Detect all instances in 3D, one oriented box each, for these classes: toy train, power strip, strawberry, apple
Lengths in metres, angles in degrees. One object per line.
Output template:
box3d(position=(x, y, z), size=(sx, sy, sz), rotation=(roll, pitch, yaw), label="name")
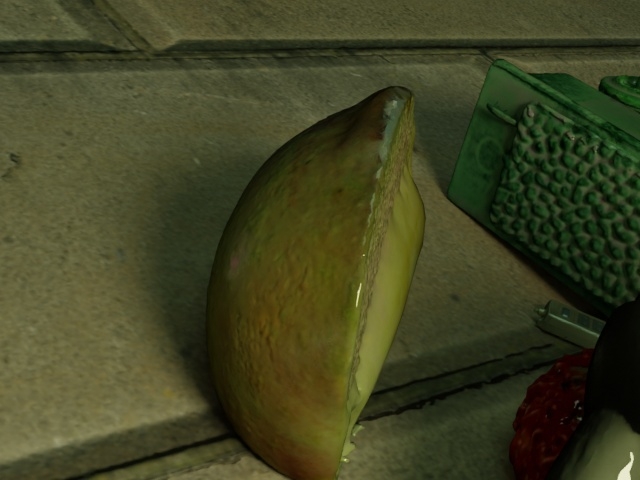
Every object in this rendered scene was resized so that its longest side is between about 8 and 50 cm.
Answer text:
box3d(position=(0.260, -0.045, 0.909), size=(0.202, 0.145, 0.266), rotation=(-9, 36, -38), label="toy train")
box3d(position=(0.199, 0.068, 0.831), size=(0.083, 0.017, 0.027), rotation=(24, 29, 2), label="power strip")
box3d(position=(0.183, 0.126, 0.665), size=(0.145, 0.086, 0.145), rotation=(20, 37, -15), label="strawberry")
box3d(position=(0.000, 0.000, 0.665), size=(0.120, 0.193, 0.265), rotation=(12, 33, 5), label="apple")

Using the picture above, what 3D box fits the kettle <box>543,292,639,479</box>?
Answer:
box3d(position=(0.245, 0.160, 0.507), size=(0.324, 0.228, 0.321), rotation=(39, 76, 6), label="kettle")
